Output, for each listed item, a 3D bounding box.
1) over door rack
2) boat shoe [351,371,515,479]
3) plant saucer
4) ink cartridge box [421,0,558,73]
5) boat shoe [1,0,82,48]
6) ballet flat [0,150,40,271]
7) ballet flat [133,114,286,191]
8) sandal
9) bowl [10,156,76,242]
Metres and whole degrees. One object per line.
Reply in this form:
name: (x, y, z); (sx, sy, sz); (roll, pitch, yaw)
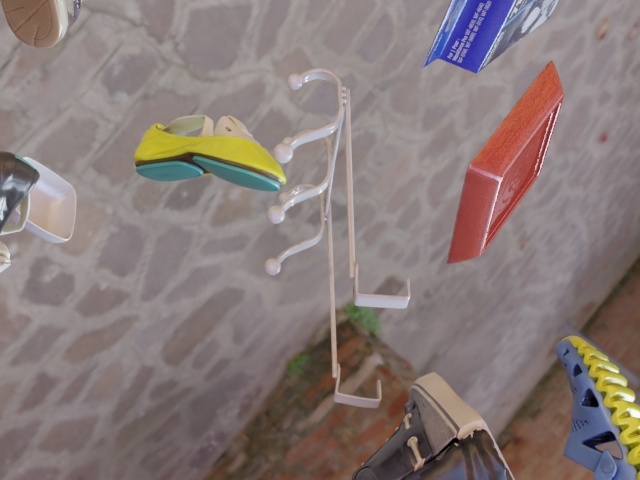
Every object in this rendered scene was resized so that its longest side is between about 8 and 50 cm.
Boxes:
over door rack: (0.000, 0.000, 1.208); (0.108, 0.324, 0.239); (-8, 146, -11)
boat shoe: (0.107, 0.253, 1.255); (0.158, 0.127, 0.340); (-27, 180, -4)
plant saucer: (0.292, -0.108, 1.640); (0.259, 0.047, 0.258); (-49, 159, -28)
ink cartridge box: (0.274, -0.348, 1.517); (0.332, 0.065, 0.165); (-38, 160, -43)
boat shoe: (-0.335, -0.375, 1.255); (0.092, 0.103, 0.285); (-64, 156, -56)
ballet flat: (-0.485, -0.004, 1.539); (0.096, 0.095, 0.280); (10, 125, -41)
ballet flat: (-0.126, -0.105, 1.207); (0.077, 0.231, 0.077); (31, 72, -47)
sandal: (0.412, 0.285, 1.559); (0.138, 0.317, 0.126); (-36, 141, 22)
bowl: (-0.522, -0.066, 1.958); (0.053, 0.142, 0.142); (-28, 137, 27)
